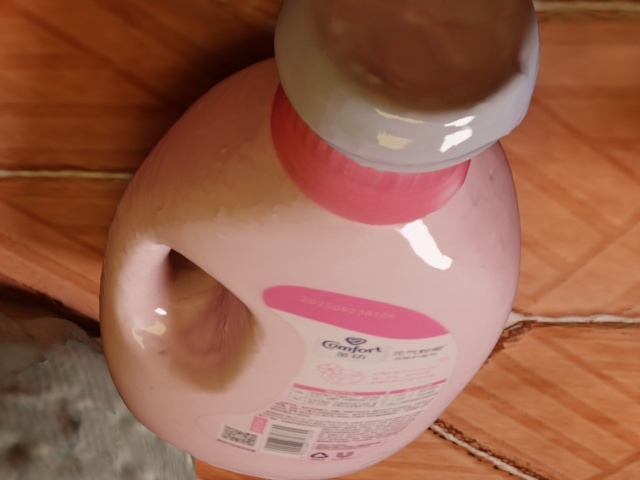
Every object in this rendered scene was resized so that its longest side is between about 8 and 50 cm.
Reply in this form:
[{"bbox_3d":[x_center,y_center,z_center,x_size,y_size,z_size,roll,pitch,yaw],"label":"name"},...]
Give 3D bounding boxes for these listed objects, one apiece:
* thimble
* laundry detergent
[{"bbox_3d":[-0.171,0.130,0.929,0.205,0.172,0.250,-17,147,35],"label":"thimble"},{"bbox_3d":[0.000,0.000,0.687,0.159,0.088,0.335,12,154,-5],"label":"laundry detergent"}]
